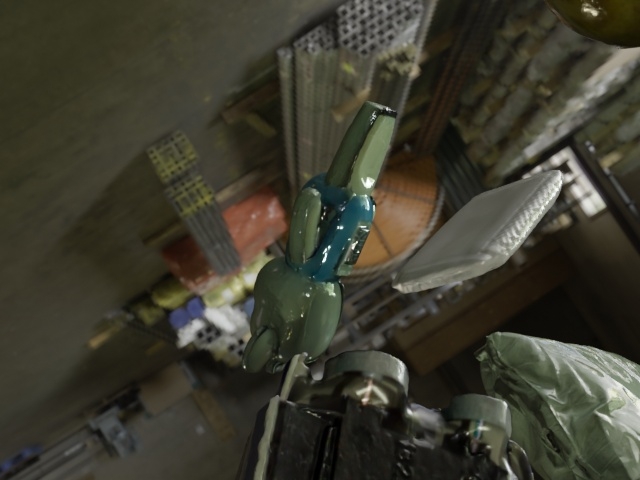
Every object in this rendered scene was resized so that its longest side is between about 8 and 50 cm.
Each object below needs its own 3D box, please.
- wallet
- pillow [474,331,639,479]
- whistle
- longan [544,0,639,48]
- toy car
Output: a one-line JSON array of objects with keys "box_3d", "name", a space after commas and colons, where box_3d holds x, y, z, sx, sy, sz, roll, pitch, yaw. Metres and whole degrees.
[{"box_3d": [0.153, -0.007, 0.940, 0.124, 0.032, 0.183, -17, -161, 45], "name": "wallet"}, {"box_3d": [0.332, 0.232, 1.066, 0.310, 0.283, 0.138, 18, 118, -40], "name": "pillow"}, {"box_3d": [0.000, 0.000, 0.796, 0.114, 0.077, 0.236, 3, 111, -58], "name": "whistle"}, {"box_3d": [0.219, -0.215, 0.671, 0.155, 0.145, 0.176, -59, 161, -51], "name": "longan"}, {"box_3d": [0.042, 0.203, 0.748, 0.158, 0.235, 0.172, -49, -155, 52], "name": "toy car"}]
